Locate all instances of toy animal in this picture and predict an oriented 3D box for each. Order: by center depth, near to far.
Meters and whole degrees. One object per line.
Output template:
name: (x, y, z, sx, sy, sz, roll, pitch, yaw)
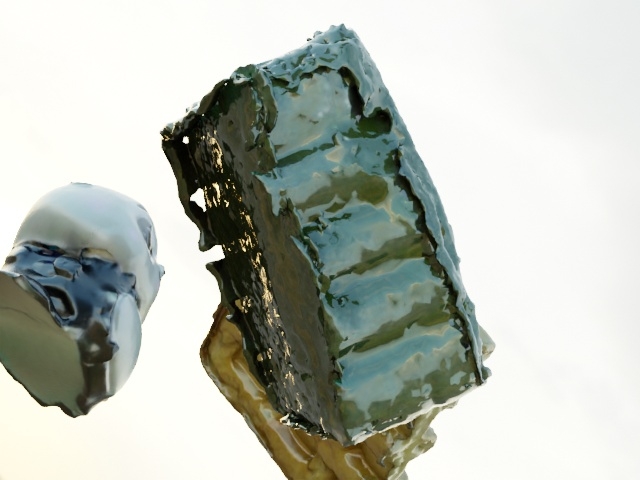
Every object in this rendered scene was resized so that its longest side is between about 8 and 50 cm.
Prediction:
toy animal: (-0.194, 0.032, 1.174, 0.138, 0.179, 0.166, 21, -44, 3)

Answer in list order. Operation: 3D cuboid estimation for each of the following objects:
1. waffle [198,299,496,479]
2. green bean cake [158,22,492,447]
waffle: (0.011, 0.110, 1.507, 0.304, 0.078, 0.348, 51, -43, 26)
green bean cake: (0.000, 0.000, 0.945, 0.255, 0.132, 0.241, 160, -89, -76)
